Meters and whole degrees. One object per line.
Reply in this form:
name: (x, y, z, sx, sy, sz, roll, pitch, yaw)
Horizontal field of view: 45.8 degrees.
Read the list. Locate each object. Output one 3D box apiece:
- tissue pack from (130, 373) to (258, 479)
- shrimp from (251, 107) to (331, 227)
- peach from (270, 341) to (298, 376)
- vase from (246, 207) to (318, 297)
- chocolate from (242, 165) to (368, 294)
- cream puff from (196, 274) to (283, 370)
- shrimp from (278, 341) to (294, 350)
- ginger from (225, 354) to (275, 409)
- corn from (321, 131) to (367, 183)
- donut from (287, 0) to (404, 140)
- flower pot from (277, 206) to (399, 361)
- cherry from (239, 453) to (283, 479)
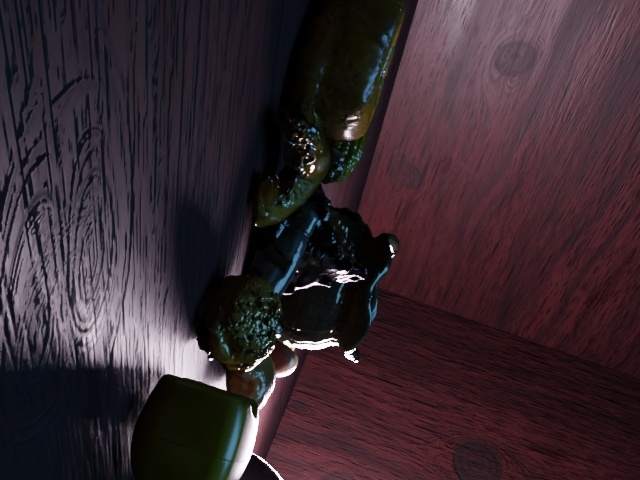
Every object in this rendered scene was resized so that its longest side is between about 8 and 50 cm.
tissue pack: (-0.137, 0.222, 0.838, 0.178, 0.123, 0.127, 89, 17, -78)
shrimp: (-0.039, -0.096, 1.002, 0.150, 0.068, 0.248, -50, 166, -22)
peach: (-0.095, 0.281, 1.780, 0.083, 0.083, 0.083, 19, 90, -85)
vase: (-0.066, 0.045, 1.077, 0.211, 0.060, 0.060, -57, 172, -10)
chocolate: (0.000, 0.000, 1.208, 0.224, 0.177, 0.206, -63, 171, -67)
cream puff: (-0.099, 0.102, 0.965, 0.119, 0.104, 0.133, -61, 171, -23)
shrimp: (-0.077, 0.230, 1.947, 0.152, 0.063, 0.287, -56, 171, -25)
ginger: (-0.127, 0.258, 1.363, 0.294, 0.086, 0.131, 109, -20, -69)
corn: (0.034, -0.190, 1.324, 0.097, 0.097, 0.261, 104, 2, -47)
donut: (0.036, -0.245, 1.036, 0.226, 0.114, 0.226, 18, 90, -86)
flower pot: (0.020, 0.081, 1.502, 0.302, 0.213, 0.301, 19, 90, -84)
cherry: (-0.127, 0.410, 1.064, 0.239, 0.239, 0.206, -66, 165, -44)
